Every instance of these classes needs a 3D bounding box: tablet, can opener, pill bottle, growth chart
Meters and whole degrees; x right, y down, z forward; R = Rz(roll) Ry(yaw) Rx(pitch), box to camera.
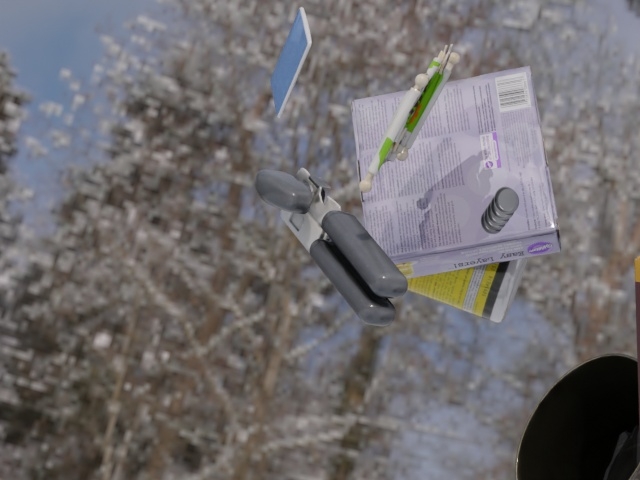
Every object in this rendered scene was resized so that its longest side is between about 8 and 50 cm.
[{"bbox_3d":[-0.025,-0.151,1.367,0.006,0.054,0.083,9,-49,-20],"label":"tablet"},{"bbox_3d":[0.000,0.000,1.898,0.095,0.283,0.076,10,-66,-31],"label":"can opener"},{"bbox_3d":[0.166,0.023,2.164,0.208,0.119,0.119,20,-27,10],"label":"pill bottle"},{"bbox_3d":[0.109,-0.150,1.894,0.021,0.172,0.237,30,16,7],"label":"growth chart"}]

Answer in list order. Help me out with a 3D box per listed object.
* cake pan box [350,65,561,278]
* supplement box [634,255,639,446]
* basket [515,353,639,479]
[{"bbox_3d":[0.172,-0.091,2.087,0.246,0.266,0.070,-11,-29,8],"label":"cake pan box"},{"bbox_3d":[0.371,0.097,1.335,0.191,0.194,0.129,-13,14,-41],"label":"supplement box"},{"bbox_3d":[0.348,0.264,1.816,0.154,0.204,0.227,24,-12,45],"label":"basket"}]
